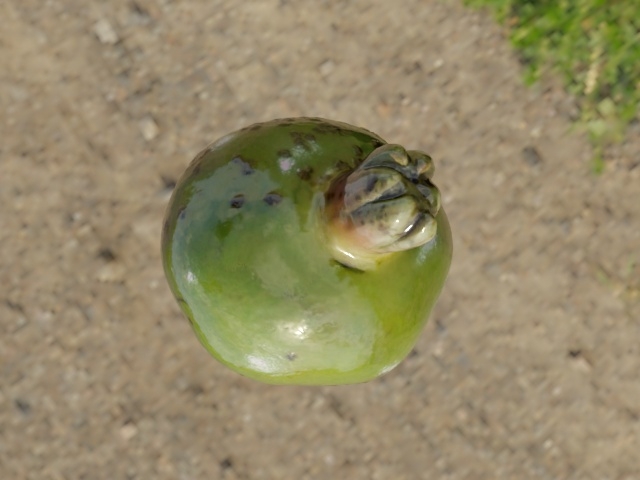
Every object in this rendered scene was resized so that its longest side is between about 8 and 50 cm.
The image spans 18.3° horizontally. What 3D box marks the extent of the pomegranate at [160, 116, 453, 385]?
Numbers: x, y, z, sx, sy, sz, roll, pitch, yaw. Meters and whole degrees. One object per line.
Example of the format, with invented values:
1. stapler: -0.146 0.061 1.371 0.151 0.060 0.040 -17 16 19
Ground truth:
1. pomegranate: -0.004 -0.002 0.485 0.073 0.073 0.084 36 155 19
